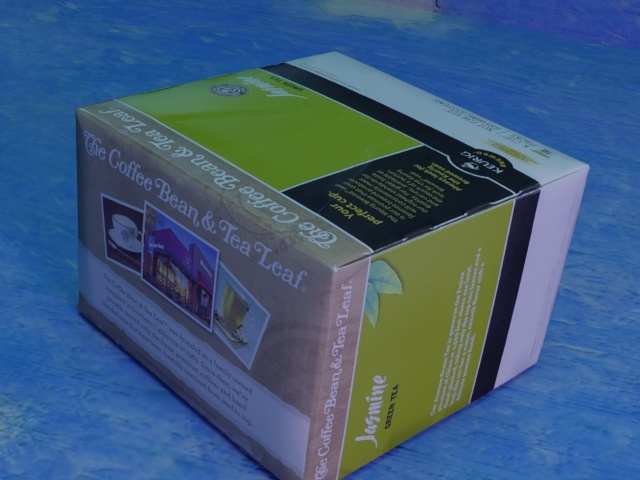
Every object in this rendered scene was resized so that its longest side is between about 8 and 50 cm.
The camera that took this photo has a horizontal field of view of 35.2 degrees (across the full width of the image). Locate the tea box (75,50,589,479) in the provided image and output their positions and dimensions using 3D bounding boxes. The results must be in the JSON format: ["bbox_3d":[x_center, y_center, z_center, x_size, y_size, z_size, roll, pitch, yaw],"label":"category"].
[{"bbox_3d":[0.000,0.000,0.911,0.324,0.220,0.329,-19,38,-40],"label":"tea box"}]
